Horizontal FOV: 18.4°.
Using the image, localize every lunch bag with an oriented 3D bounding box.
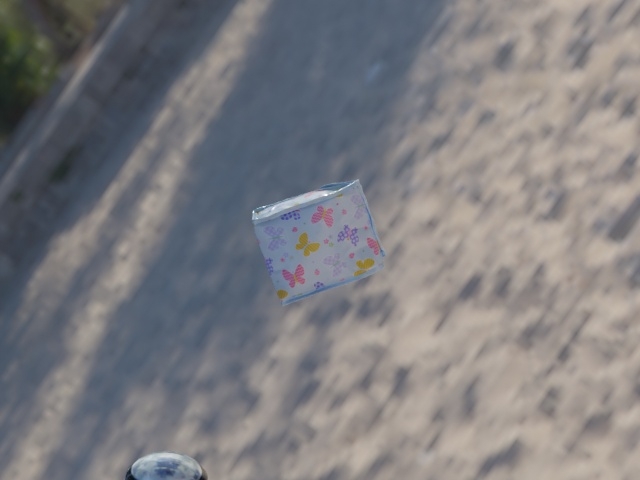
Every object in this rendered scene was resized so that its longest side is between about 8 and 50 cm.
[{"bbox_3d":[0.000,0.000,1.432,0.083,0.071,0.053,-19,11,6],"label":"lunch bag"}]

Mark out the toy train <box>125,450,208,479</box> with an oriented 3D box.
[{"bbox_3d":[-0.060,0.167,0.674,0.105,0.080,0.184,-75,-9,-70],"label":"toy train"}]
